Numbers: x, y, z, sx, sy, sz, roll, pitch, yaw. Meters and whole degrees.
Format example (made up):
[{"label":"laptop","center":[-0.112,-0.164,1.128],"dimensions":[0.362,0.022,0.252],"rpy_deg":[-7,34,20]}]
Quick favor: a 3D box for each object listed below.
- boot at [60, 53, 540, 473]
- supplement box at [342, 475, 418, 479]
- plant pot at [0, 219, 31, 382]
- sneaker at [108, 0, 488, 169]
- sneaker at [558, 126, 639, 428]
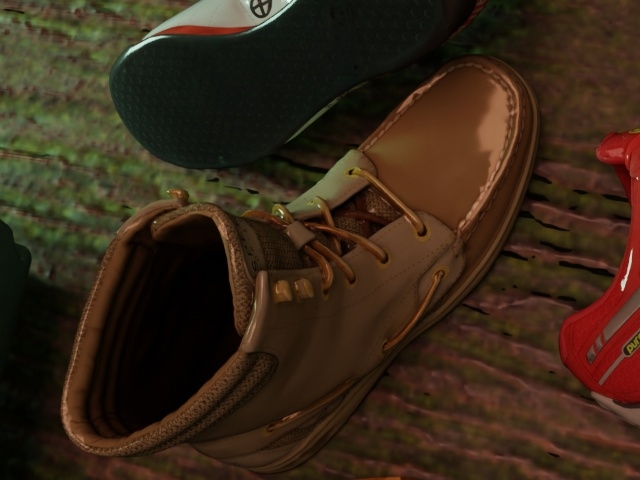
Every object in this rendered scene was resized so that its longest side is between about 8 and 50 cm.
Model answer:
[{"label":"boot","center":[0.000,0.000,0.610],"dimensions":[0.095,0.203,0.262],"rpy_deg":[41,95,22]},{"label":"supplement box","center":[0.020,0.174,0.656],"dimensions":[0.062,0.036,0.098],"rpy_deg":[-8,76,18]},{"label":"plant pot","center":[-0.320,0.119,0.651],"dimensions":[0.341,0.341,0.334],"rpy_deg":[11,74,21]},{"label":"sneaker","center":[0.005,-0.126,0.704],"dimensions":[0.270,0.145,0.090],"rpy_deg":[-19,109,47]},{"label":"sneaker","center":[0.196,-0.044,0.609],"dimensions":[0.118,0.107,0.279],"rpy_deg":[24,85,32]}]
